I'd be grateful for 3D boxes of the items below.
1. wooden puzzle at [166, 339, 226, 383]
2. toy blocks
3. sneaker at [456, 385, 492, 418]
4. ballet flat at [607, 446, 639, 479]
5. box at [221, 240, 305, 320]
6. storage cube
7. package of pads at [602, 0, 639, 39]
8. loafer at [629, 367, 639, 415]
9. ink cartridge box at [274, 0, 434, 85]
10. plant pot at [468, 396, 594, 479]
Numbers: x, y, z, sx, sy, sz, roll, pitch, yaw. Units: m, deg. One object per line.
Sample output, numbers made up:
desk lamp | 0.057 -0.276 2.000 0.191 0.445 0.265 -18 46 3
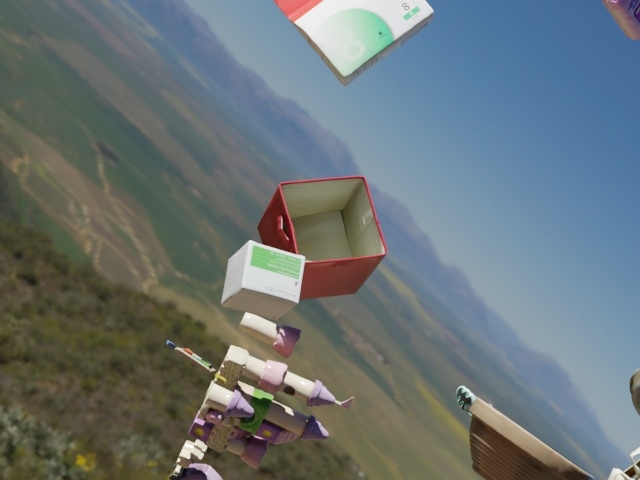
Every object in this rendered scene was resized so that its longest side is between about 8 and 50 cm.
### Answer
wooden puzzle | -0.199 0.192 1.779 0.116 0.014 0.078 33 -6 -1
toy blocks | -0.109 0.362 2.194 0.260 0.288 0.309 26 36 -3
sneaker | 0.313 0.328 2.188 0.069 0.038 0.098 -10 63 -57
ballet flat | 0.444 0.331 1.567 0.052 0.168 0.057 49 3 -11
box | -0.093 0.066 1.779 0.101 0.087 0.102 17 -26 -19
storage cube | 0.000 0.000 2.238 0.193 0.215 0.183 124 -44 -57
package of pads | 0.380 -0.290 1.353 0.083 0.050 0.032 38 -6 -42
loafer | 0.528 0.223 1.664 0.251 0.094 0.087 24 32 -47
ink cartridge box | 0.041 -0.382 1.739 0.224 0.181 0.056 52 -6 7
plant pot | 0.335 0.377 1.874 0.237 0.110 0.237 35 -3 2
